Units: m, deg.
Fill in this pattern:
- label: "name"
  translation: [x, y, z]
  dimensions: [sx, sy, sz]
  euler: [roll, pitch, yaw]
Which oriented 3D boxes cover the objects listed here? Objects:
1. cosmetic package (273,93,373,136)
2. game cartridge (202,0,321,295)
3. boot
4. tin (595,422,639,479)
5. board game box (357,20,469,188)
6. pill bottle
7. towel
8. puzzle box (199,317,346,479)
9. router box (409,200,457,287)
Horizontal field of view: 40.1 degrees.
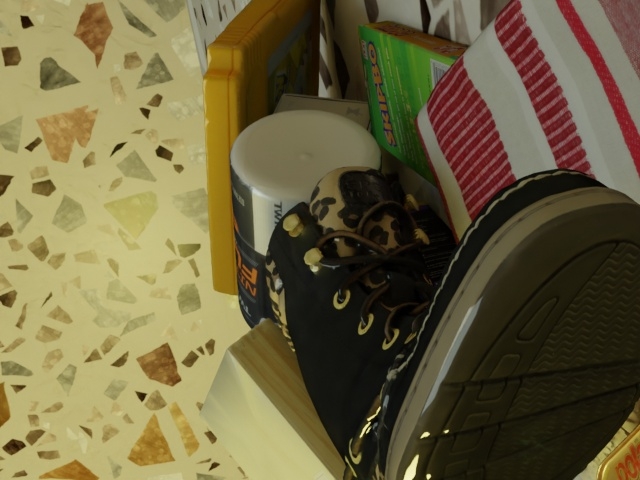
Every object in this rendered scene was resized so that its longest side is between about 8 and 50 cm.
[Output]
- label: "cosmetic package"
  translation: [0.000, 0.000, 1.028]
  dimensions: [0.309, 0.113, 0.160]
  euler: [85, -163, -47]
- label: "game cartridge"
  translation: [-0.059, -0.139, 1.023]
  dimensions: [0.323, 0.053, 0.285]
  euler: [-69, -17, -56]
- label: "boot"
  translation: [0.060, 0.050, 0.579]
  dimensions: [0.377, 0.138, 0.284]
  euler: [94, 160, -43]
- label: "tin"
  translation: [0.213, 0.157, 0.505]
  dimensions: [0.189, 0.040, 0.106]
  euler: [94, 155, -59]
- label: "board game box"
  translation: [0.089, -0.123, 0.789]
  dimensions: [0.259, 0.039, 0.124]
  euler: [-132, 30, -64]
- label: "pill bottle"
  translation: [-0.014, 0.014, 0.811]
  dimensions: [0.130, 0.130, 0.245]
  euler: [-114, 19, -45]
- label: "towel"
  translation: [0.145, -0.029, 0.526]
  dimensions: [0.329, 0.037, 0.237]
  euler: [135, 118, -73]
- label: "puzzle box"
  translation: [0.041, 0.279, 0.835]
  dimensions: [0.409, 0.052, 0.272]
  euler: [49, 155, 9]
- label: "router box"
  translation: [0.120, 0.151, 0.852]
  dimensions: [0.243, 0.081, 0.308]
  euler: [-122, 21, -59]
